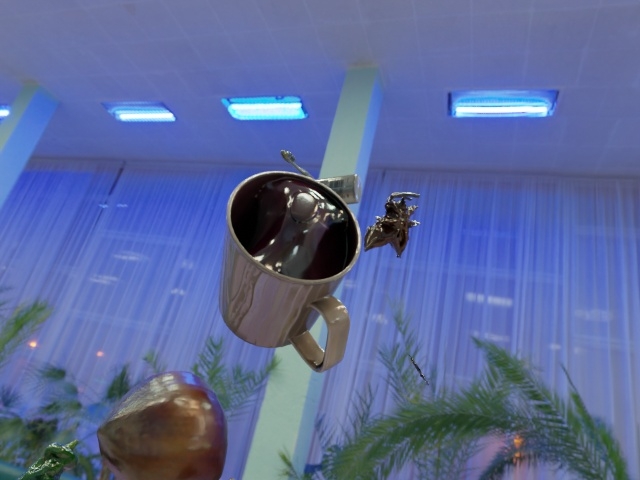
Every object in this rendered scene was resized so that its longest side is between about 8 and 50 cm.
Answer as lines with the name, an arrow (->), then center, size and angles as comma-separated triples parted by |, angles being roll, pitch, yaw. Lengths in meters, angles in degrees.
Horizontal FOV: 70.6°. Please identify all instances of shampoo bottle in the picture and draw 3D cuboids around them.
shampoo bottle -> 0.008, -0.141, 1.342 | 0.227, 0.086, 0.056 | -5, -14, 27

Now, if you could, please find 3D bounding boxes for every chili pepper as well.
chili pepper -> -0.816, 0.704, 1.318 | 0.136, 0.270, 0.099 | 16, -37, 23

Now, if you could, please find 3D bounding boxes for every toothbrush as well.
toothbrush -> -0.032, -0.211, 1.583 | 0.037, 0.028, 0.375 | 13, -16, 34

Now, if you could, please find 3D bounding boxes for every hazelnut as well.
hazelnut -> -0.444, 0.562, 1.324 | 0.359, 0.359, 0.409 | 29, -10, -32

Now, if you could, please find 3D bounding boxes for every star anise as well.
star anise -> 0.284, -0.076, 1.675 | 0.148, 0.346, 0.237 | 8, -43, 37

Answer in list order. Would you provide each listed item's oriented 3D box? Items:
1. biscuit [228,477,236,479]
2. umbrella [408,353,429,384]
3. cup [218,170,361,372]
biscuit -> -0.324, 0.927, 1.578 | 0.039, 0.174, 0.183 | 15, -29, 20
umbrella -> 0.343, 0.451, 1.575 | 0.013, 0.122, 0.022 | -37, -10, 18
cup -> -0.043, 0.061, 0.789 | 0.288, 0.208, 0.273 | 32, -40, 7
